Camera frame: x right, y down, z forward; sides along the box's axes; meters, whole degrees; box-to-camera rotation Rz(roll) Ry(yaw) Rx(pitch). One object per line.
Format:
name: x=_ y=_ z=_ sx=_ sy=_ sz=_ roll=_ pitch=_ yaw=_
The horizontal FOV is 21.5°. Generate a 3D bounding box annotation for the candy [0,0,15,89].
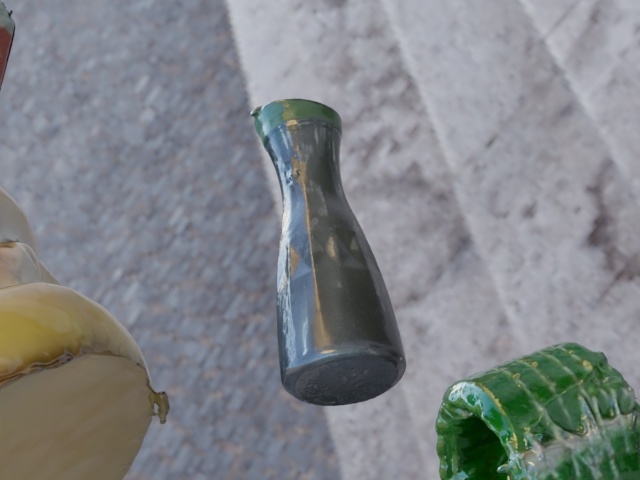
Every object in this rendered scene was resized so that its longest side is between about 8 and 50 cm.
candy: x=-0.266 y=-0.087 z=1.171 sx=0.086 sy=0.059 sz=0.292 roll=7 pitch=84 yaw=43

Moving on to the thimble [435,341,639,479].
thimble: x=0.121 y=0.120 z=0.903 sx=0.118 sy=0.090 sz=0.130 roll=63 pitch=160 yaw=22

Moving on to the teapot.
teapot: x=0.000 y=0.000 z=0.589 sx=0.043 sy=0.042 sz=0.111 roll=-33 pitch=53 yaw=35

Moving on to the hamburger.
hamburger: x=-0.220 y=0.085 z=0.812 sx=0.261 sy=0.302 sz=0.186 roll=-41 pitch=67 yaw=2
